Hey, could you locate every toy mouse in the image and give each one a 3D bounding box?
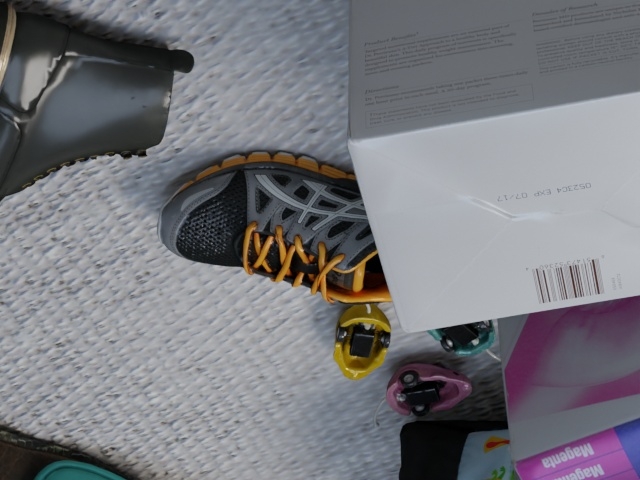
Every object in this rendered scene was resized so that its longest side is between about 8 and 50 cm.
[{"bbox_3d":[0.080,0.078,1.214,0.143,0.031,0.161,4,133,-3],"label":"toy mouse"}]

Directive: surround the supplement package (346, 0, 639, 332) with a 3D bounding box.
[{"bbox_3d":[0.122,-0.082,0.953,0.194,0.203,0.149,-9,132,9],"label":"supplement package"}]

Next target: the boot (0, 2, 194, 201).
[{"bbox_3d":[-0.168,-0.050,1.075,0.137,0.077,0.198,10,133,-16],"label":"boot"}]

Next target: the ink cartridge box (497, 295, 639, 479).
[{"bbox_3d":[0.259,0.035,0.973,0.324,0.330,0.071,-23,128,19],"label":"ink cartridge box"}]

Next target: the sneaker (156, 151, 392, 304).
[{"bbox_3d":[0.000,0.000,1.110,0.215,0.083,0.084,2,134,0],"label":"sneaker"}]

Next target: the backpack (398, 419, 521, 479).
[{"bbox_3d":[0.263,0.239,1.195,0.356,0.273,0.290,-18,126,15],"label":"backpack"}]

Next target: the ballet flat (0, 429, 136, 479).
[{"bbox_3d":[-0.263,0.221,1.288,0.483,0.164,0.182,30,148,-17],"label":"ballet flat"}]
